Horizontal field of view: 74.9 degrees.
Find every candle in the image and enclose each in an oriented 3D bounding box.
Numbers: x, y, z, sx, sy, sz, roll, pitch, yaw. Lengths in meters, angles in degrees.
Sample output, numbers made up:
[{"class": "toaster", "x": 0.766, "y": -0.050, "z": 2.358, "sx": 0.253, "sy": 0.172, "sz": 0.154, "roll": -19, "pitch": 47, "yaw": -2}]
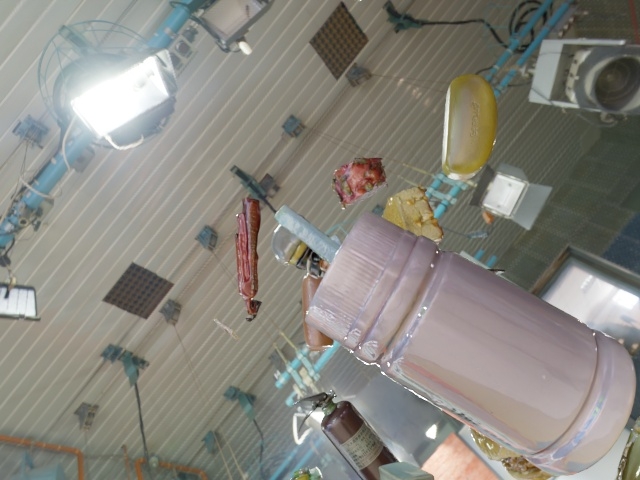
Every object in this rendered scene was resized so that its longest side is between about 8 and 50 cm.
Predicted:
[{"class": "candle", "x": -0.171, "y": 0.043, "z": 1.007, "sx": 0.059, "sy": 0.084, "sz": 0.302, "roll": 1, "pitch": -101, "yaw": -29}]

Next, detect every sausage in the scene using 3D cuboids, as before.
[{"class": "sausage", "x": -0.011, "y": 0.271, "z": 1.630, "sx": 0.121, "sy": 0.121, "sz": 0.305, "roll": 10, "pitch": -115, "yaw": -36}]

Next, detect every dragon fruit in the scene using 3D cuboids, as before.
[{"class": "dragon fruit", "x": 0.148, "y": -0.212, "z": 1.546, "sx": 0.210, "sy": 0.282, "sz": 0.147, "roll": -17, "pitch": -92, "yaw": -1}]

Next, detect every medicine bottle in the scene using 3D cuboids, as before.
[{"class": "medicine bottle", "x": 0.121, "y": 0.084, "z": 0.380, "sx": 0.133, "sy": 0.249, "sz": 0.133, "roll": -59, "pitch": -7, "yaw": -13}]

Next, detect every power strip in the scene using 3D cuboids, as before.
[{"class": "power strip", "x": 0.101, "y": 0.315, "z": 0.507, "sx": 0.042, "sy": 0.075, "sz": 0.175, "roll": -6, "pitch": -20, "yaw": -10}]

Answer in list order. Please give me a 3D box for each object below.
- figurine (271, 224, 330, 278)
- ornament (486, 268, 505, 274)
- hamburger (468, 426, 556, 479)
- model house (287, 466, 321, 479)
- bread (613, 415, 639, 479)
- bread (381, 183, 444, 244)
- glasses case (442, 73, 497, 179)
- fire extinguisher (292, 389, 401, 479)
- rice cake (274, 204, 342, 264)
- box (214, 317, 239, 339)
[{"class": "figurine", "x": -0.023, "y": 0.037, "z": 1.128, "sx": 0.133, "sy": 0.236, "sz": 0.176, "roll": -58, "pitch": -7, "yaw": -9}, {"class": "ornament", "x": 0.659, "y": 0.224, "z": 1.675, "sx": 0.153, "sy": 0.196, "sz": 0.166, "roll": 2, "pitch": -22, "yaw": -25}, {"class": "hamburger", "x": 0.465, "y": 0.399, "z": 0.944, "sx": 0.259, "sy": 0.283, "sz": 0.145, "roll": -31, "pitch": -95, "yaw": -5}, {"class": "model house", "x": 0.013, "y": 0.692, "z": 0.944, "sx": 0.339, "sy": 0.324, "sz": 0.300, "roll": -18, "pitch": -23, "yaw": -11}, {"class": "bread", "x": 0.464, "y": 0.386, "z": 0.539, "sx": 0.332, "sy": 0.160, "sz": 0.334, "roll": -20, "pitch": -62, "yaw": -44}, {"class": "bread", "x": 0.244, "y": -0.006, "z": 1.201, "sx": 0.114, "sy": 0.185, "sz": 0.275, "roll": -7, "pitch": -30, "yaw": -12}, {"class": "glasses case", "x": 0.535, "y": -0.408, "z": 1.494, "sx": 0.173, "sy": 0.141, "sz": 0.372, "roll": 5, "pitch": -97, "yaw": 8}, {"class": "fire extinguisher", "x": 0.049, "y": 0.350, "z": 0.718, "sx": 0.099, "sy": 0.071, "sz": 0.231, "roll": -41, "pitch": -93, "yaw": -19}, {"class": "rice cake", "x": 0.000, "y": 0.000, "z": 0.661, "sx": 0.042, "sy": 0.180, "sz": 0.030, "roll": -52, "pitch": -23, "yaw": -2}, {"class": "box", "x": -0.282, "y": 0.266, "z": 1.256, "sx": 0.012, "sy": 0.083, "sz": 0.046, "roll": -49, "pitch": -35, "yaw": -25}]
